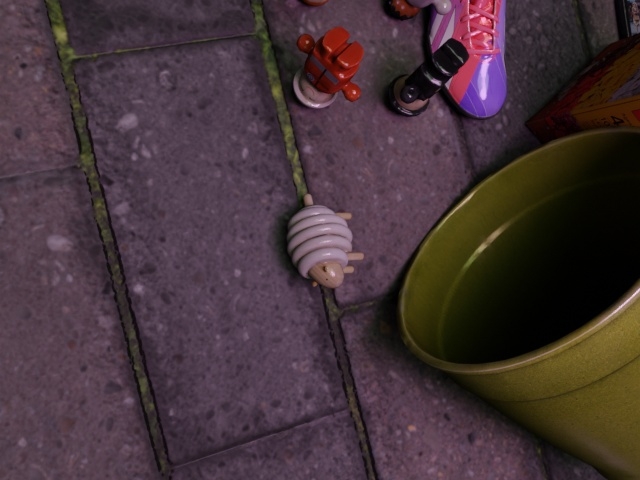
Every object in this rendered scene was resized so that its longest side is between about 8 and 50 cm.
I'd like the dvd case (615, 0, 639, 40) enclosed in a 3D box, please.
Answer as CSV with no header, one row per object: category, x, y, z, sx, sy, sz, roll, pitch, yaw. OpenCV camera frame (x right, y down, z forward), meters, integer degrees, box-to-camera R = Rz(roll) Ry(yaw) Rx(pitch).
dvd case,0.561,-0.265,1.114,0.180,0.022,0.253,-5,87,-18

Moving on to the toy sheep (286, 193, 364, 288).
toy sheep,0.000,0.000,0.868,0.091,0.091,0.132,-6,58,-19

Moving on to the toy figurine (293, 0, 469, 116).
toy figurine,0.067,-0.269,0.888,0.213,0.148,0.209,-1,80,-17

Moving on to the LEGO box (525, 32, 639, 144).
LEGO box,0.565,-0.048,0.899,0.193,0.372,0.500,-44,99,-6

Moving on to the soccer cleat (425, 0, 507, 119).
soccer cleat,0.206,-0.326,0.947,0.109,0.116,0.318,-7,87,-19

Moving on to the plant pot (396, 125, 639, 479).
plant pot,0.347,0.114,0.859,0.353,0.366,0.366,46,73,-22
